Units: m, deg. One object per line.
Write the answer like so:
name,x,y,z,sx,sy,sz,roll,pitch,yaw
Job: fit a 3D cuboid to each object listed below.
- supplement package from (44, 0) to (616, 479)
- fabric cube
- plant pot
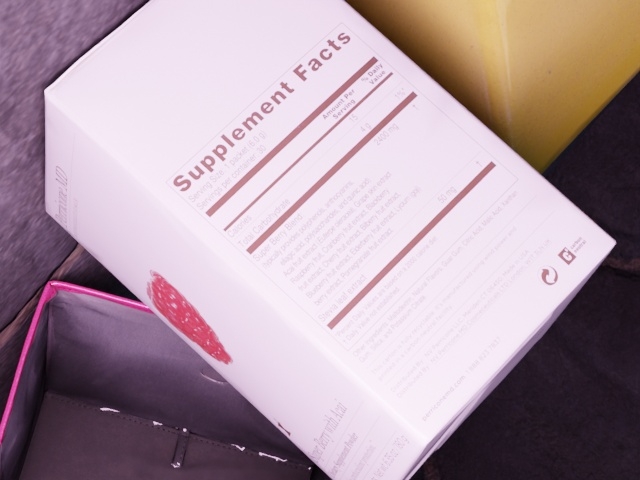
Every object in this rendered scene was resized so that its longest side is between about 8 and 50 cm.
supplement package,-0.006,-0.010,1.084,0.175,0.293,0.177,-44,170,-21
fabric cube,-0.127,0.219,1.368,0.258,0.254,0.259,116,-11,-64
plant pot,0.114,-0.200,1.171,0.212,0.212,0.187,-45,158,-8
